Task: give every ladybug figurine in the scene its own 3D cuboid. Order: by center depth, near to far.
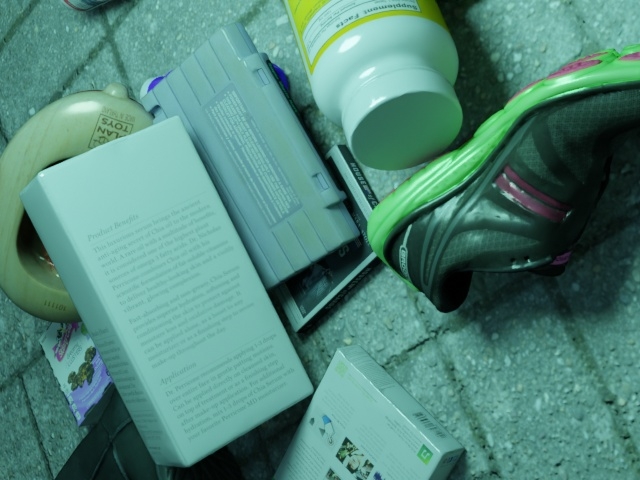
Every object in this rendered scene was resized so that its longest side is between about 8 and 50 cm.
[{"bbox_3d":[-0.398,-0.070,1.931,0.162,0.305,0.449,-100,33,-60],"label":"ladybug figurine"}]

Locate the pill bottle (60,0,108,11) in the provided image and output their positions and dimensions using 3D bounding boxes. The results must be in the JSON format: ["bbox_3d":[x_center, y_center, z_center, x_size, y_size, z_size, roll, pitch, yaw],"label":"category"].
[{"bbox_3d":[-0.375,-0.469,1.985,0.180,0.108,0.107,-9,86,43],"label":"pill bottle"}]

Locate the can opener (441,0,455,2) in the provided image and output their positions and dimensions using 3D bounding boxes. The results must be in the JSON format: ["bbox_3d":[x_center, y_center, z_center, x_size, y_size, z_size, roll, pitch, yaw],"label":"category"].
[{"bbox_3d":[0.244,-0.397,1.428,0.280,0.074,0.093,-26,108,43],"label":"can opener"}]

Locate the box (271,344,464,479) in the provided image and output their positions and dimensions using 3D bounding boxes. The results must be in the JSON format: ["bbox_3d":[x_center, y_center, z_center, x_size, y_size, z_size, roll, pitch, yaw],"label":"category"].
[{"bbox_3d":[0.048,0.346,1.645,0.232,0.058,0.322,43,119,34],"label":"box"}]

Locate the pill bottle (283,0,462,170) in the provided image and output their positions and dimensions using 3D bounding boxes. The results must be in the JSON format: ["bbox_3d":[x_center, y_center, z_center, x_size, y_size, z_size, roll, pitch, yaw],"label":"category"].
[{"bbox_3d":[0.065,-0.258,1.459,0.188,0.188,0.333,-46,46,35],"label":"pill bottle"}]

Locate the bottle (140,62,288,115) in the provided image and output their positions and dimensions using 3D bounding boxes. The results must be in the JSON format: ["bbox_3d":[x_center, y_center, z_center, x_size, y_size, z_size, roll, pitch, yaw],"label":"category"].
[{"bbox_3d":[-0.175,-0.226,1.811,0.283,0.092,0.118,7,98,44],"label":"bottle"}]

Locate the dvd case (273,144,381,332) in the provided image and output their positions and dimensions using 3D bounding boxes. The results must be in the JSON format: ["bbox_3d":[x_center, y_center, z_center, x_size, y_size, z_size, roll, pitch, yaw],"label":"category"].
[{"bbox_3d":[0.000,0.000,1.695,0.238,0.030,0.179,-46,61,36],"label":"dvd case"}]

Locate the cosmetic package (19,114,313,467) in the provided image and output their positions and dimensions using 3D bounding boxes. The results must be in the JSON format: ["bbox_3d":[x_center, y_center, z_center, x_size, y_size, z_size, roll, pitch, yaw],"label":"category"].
[{"bbox_3d":[-0.225,0.076,1.667,0.453,0.230,0.161,65,154,-3],"label":"cosmetic package"}]

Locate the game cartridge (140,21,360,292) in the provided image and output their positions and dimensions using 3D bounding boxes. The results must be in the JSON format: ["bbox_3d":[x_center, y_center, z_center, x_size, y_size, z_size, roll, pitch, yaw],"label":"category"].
[{"bbox_3d":[-0.103,-0.114,1.677,0.230,0.068,0.355,-31,86,37],"label":"game cartridge"}]

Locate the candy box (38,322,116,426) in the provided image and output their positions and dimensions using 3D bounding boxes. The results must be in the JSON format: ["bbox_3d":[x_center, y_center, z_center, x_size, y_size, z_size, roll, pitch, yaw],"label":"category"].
[{"bbox_3d":[-0.415,0.209,2.076,0.165,0.070,0.196,-50,59,33],"label":"candy box"}]

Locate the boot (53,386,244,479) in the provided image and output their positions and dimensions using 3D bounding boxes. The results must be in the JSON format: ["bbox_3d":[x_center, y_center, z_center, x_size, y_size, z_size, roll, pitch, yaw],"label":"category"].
[{"bbox_3d":[-0.323,0.477,1.944,0.445,0.146,0.367,-54,49,28],"label":"boot"}]

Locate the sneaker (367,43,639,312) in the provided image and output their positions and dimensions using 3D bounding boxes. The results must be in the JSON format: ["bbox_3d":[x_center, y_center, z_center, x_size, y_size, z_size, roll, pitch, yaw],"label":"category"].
[{"bbox_3d":[0.268,-0.070,1.362,0.483,0.185,0.202,-38,84,42],"label":"sneaker"}]
